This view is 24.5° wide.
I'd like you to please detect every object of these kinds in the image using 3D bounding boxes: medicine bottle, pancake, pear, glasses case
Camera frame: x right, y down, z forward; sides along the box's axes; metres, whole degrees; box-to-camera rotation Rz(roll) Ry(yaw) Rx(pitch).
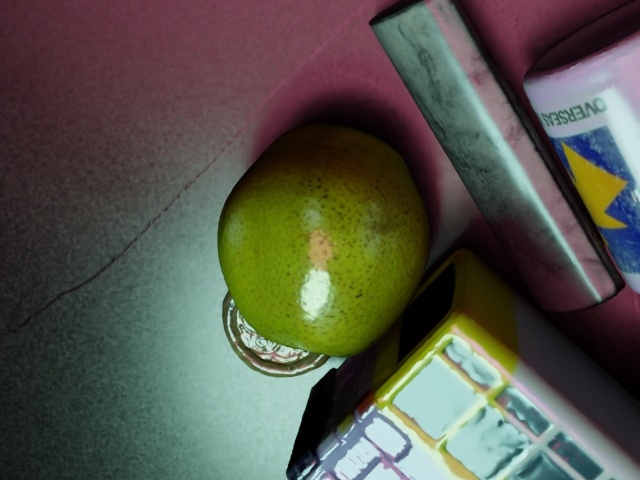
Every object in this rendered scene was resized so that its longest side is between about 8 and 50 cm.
[{"bbox_3d":[0.305,-0.049,1.206,0.178,0.178,0.290,-26,101,13],"label":"medicine bottle"},{"bbox_3d":[-0.037,0.076,1.370,0.115,0.011,0.115,1,106,5],"label":"pancake"},{"bbox_3d":[-0.001,0.000,1.250,0.198,0.198,0.198,2,106,6],"label":"pear"},{"bbox_3d":[0.150,-0.075,1.251,0.060,0.114,0.299,-36,102,-19],"label":"glasses case"}]

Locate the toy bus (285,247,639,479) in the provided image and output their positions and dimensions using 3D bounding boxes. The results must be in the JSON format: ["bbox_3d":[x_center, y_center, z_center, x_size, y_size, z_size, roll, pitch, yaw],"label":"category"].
[{"bbox_3d":[0.210,0.234,1.251,0.440,0.209,0.249,42,105,-6],"label":"toy bus"}]
